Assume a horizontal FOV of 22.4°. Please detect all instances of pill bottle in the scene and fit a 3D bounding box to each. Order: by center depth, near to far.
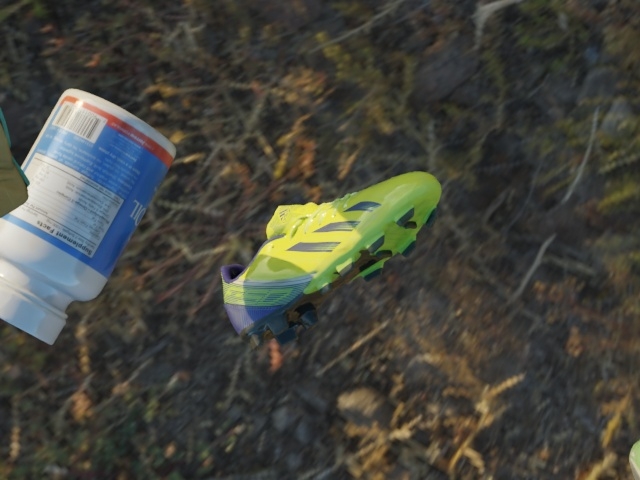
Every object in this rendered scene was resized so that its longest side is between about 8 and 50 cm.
[{"bbox_3d":[-0.238,-0.020,1.521,0.124,0.124,0.221,27,83,8],"label":"pill bottle"}]

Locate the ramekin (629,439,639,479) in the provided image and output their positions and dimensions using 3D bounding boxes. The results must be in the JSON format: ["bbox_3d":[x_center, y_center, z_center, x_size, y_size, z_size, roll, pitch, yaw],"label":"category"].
[{"bbox_3d":[0.366,0.258,1.284,0.148,0.303,0.303,-25,96,4],"label":"ramekin"}]

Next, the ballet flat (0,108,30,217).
[{"bbox_3d":[-0.279,-0.067,1.268,0.080,0.232,0.073,39,74,17],"label":"ballet flat"}]

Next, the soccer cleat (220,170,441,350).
[{"bbox_3d":[-0.001,0.000,1.598,0.289,0.093,0.121,-39,68,36],"label":"soccer cleat"}]
